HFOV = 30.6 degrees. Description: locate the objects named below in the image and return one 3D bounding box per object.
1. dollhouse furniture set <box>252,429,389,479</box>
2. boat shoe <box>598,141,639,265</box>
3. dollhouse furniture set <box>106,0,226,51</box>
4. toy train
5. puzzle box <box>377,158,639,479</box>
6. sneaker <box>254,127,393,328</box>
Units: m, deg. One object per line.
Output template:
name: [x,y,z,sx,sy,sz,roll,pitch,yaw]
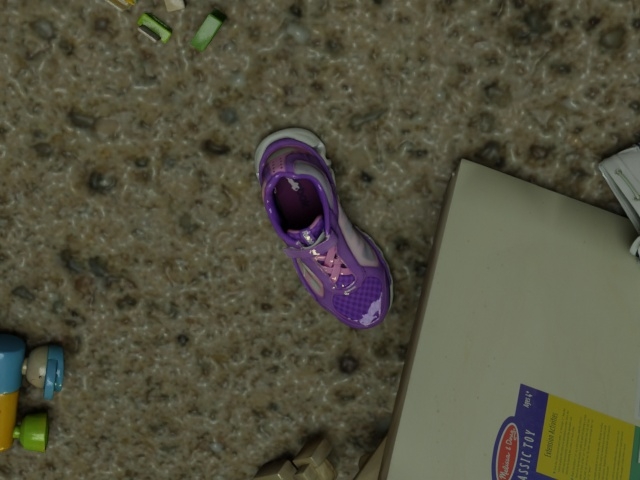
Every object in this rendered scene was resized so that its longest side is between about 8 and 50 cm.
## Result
dollhouse furniture set: [0.039,0.277,1.361,0.151,0.123,0.144,-24,108,46]
boat shoe: [0.351,0.004,1.186,0.075,0.083,0.226,-20,62,4]
dollhouse furniture set: [-0.171,-0.250,1.187,0.151,0.058,0.076,35,106,-8]
toy train: [-0.375,0.222,1.335,0.143,0.105,0.248,6,108,-13]
puzzle box: [0.217,0.127,1.133,0.272,0.409,0.052,21,145,-4]
sneaker: [0.000,0.000,1.234,0.095,0.104,0.236,-26,106,9]
